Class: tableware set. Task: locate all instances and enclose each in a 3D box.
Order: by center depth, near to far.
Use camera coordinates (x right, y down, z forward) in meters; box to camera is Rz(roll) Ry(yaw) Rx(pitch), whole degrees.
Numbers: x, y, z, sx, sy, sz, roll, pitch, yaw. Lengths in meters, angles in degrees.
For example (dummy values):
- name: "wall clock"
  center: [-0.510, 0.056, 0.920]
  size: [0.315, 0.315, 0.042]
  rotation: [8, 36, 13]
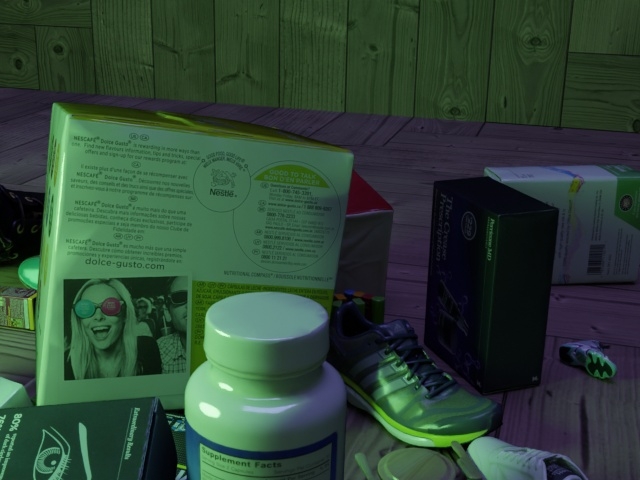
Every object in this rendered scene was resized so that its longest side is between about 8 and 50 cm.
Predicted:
- name: "tableware set"
  center: [0.119, 0.285, 0.952]
  size: [0.128, 0.039, 0.194]
  rotation: [-4, 20, -12]

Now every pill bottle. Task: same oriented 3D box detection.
- name: "pill bottle"
  center: [-0.052, 0.193, 0.847]
  size: [0.152, 0.272, 0.152]
  rotation: [1, 18, 0]

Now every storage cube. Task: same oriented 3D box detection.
- name: "storage cube"
  center: [0.000, 0.000, 1.536]
  size: [0.183, 0.215, 0.193]
  rotation: [-5, 26, -19]

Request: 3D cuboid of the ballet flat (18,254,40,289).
- name: "ballet flat"
  center: [-0.412, 0.069, 1.546]
  size: [0.213, 0.072, 0.068]
  rotation: [5, -8, 10]

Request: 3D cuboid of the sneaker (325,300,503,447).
- name: "sneaker"
  center: [0.104, 0.171, 1.159]
  size: [0.111, 0.121, 0.300]
  rotation: [-17, 26, -42]

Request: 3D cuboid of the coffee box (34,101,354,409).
- name: "coffee box"
  center: [-0.185, 0.007, 1.171]
  size: [0.338, 0.334, 0.337]
  rotation: [5, 9, -20]

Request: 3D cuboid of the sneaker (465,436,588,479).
- name: "sneaker"
  center: [0.232, 0.259, 0.952]
  size: [0.090, 0.095, 0.235]
  rotation: [-8, 19, -21]

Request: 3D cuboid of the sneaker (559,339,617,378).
- name: "sneaker"
  center: [0.408, 0.168, 1.317]
  size: [0.069, 0.038, 0.098]
  rotation: [-13, 23, -33]

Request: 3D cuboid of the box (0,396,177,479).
- name: "box"
  center: [-0.250, 0.244, 0.848]
  size: [0.207, 0.108, 0.153]
  rotation: [-4, 38, 4]

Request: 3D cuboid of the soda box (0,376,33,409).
- name: "soda box"
  center: [-0.452, 0.197, 1.103]
  size: [0.216, 0.069, 0.074]
  rotation: [12, 42, 29]

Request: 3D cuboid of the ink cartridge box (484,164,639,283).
- name: "ink cartridge box"
  center: [0.440, -0.031, 1.653]
  size: [0.278, 0.201, 0.117]
  rotation: [-1, 18, -5]

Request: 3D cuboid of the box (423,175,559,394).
- name: "box"
  center: [0.237, 0.058, 1.283]
  size: [0.103, 0.261, 0.184]
  rotation: [-7, 20, -23]

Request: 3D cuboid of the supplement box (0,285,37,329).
- name: "supplement box"
  center: [-0.481, 0.106, 1.422]
  size: [0.083, 0.055, 0.043]
  rotation: [6, 18, 12]

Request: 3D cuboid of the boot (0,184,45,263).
- name: "boot"
  center: [-0.469, -0.040, 1.552]
  size: [0.284, 0.138, 0.377]
  rotation: [-6, -14, -17]

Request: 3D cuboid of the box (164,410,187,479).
- name: "box"
  center: [-0.201, 0.256, 0.974]
  size: [0.190, 0.045, 0.184]
  rotation: [8, 27, 19]

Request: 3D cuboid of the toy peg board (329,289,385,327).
- name: "toy peg board"
  center: [0.020, 0.113, 1.393]
  size: [0.161, 0.079, 0.160]
  rotation: [-6, 20, -21]

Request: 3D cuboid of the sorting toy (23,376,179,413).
- name: "sorting toy"
  center: [-0.288, 0.200, 1.179]
  size: [0.208, 0.038, 0.193]
  rotation: [7, 19, 16]
